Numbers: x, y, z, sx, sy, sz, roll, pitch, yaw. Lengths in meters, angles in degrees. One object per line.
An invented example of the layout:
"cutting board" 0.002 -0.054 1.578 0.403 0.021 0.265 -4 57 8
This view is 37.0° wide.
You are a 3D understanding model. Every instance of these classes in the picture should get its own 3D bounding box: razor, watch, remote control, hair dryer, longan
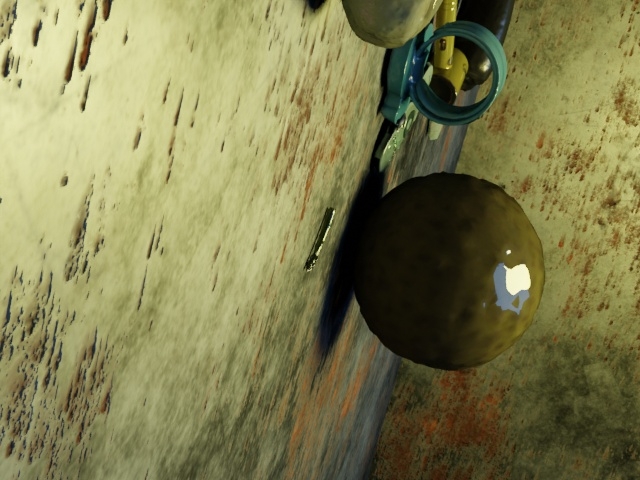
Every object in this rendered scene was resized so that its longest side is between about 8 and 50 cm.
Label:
"razor" 0.373 -0.523 2.199 0.204 0.113 0.349 -165 -88 -79
"watch" 0.221 -0.286 1.672 0.211 0.193 0.211 16 90 -77
"remote control" 0.156 -0.239 1.818 0.097 0.045 0.256 86 26 -59
"hair dryer" 0.263 -0.421 2.001 0.279 0.090 0.135 88 22 -43
"longan" 0.242 0.053 1.860 0.391 0.391 0.391 17 90 -79

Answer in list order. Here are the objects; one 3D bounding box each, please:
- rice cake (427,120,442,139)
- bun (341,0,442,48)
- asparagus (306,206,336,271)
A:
"rice cake" 0.320 -0.385 2.428 0.189 0.037 0.198 90 20 -58
"bun" 0.087 -0.337 1.073 0.239 0.141 0.239 21 90 -84
"asparagus" 0.000 0.000 1.482 0.015 0.014 0.114 39 63 -42
